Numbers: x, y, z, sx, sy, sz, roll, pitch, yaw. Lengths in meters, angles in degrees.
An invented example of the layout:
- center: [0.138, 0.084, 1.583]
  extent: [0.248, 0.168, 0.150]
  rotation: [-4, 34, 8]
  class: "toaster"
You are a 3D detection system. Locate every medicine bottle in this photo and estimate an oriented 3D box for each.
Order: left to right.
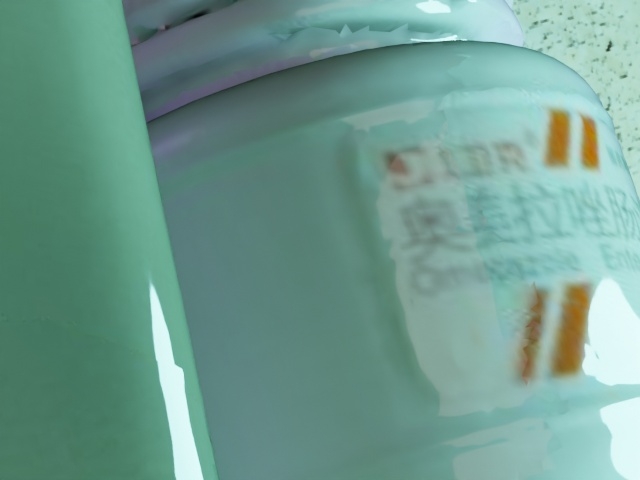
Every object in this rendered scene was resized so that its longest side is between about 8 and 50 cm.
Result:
- center: [0.000, 0.000, 0.723]
  extent: [0.241, 0.241, 0.302]
  rotation: [-5, 70, -37]
  class: "medicine bottle"

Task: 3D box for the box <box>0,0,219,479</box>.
- center: [-0.166, 0.102, 0.485]
  extent: [0.177, 0.352, 0.344]
  rotation: [-2, 71, -36]
  class: "box"
